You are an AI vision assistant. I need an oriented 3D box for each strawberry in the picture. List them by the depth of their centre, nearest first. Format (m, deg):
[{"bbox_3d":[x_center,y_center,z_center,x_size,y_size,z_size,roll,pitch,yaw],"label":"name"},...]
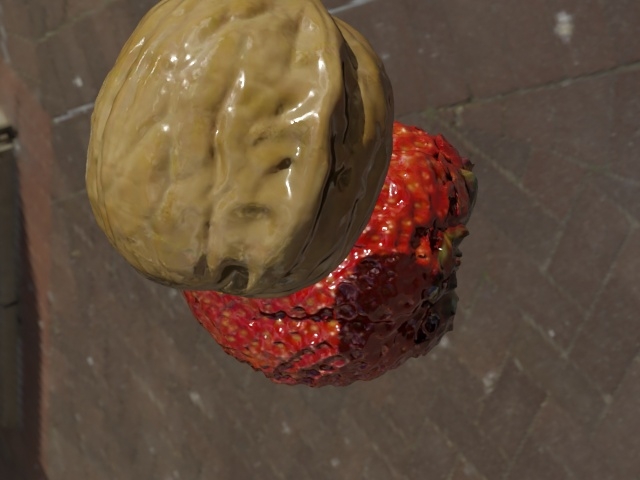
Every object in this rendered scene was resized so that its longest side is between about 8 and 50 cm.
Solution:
[{"bbox_3d":[0.000,0.000,1.133,0.250,0.288,0.238,-102,22,-51],"label":"strawberry"}]

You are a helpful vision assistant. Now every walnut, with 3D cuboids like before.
[{"bbox_3d":[-0.050,-0.067,0.758,0.213,0.213,0.213,34,136,41],"label":"walnut"}]
